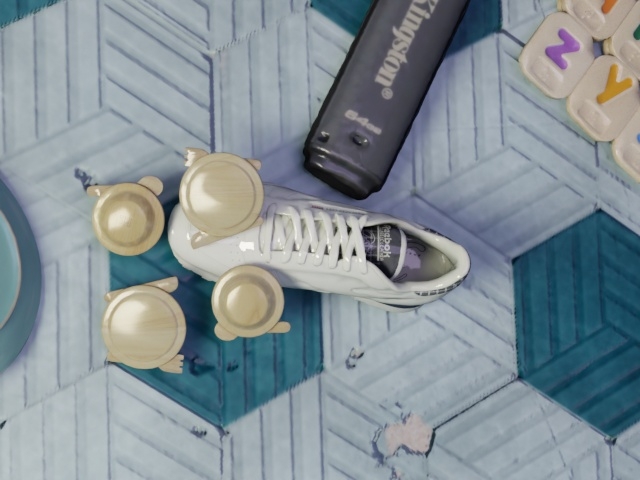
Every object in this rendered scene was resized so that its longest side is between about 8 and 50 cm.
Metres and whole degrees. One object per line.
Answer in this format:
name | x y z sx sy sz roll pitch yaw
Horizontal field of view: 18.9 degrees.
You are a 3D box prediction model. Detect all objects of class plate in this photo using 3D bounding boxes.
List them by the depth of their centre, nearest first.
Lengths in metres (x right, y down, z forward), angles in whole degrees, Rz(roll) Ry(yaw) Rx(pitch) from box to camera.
plate | -0.271 0.017 1.366 0.188 0.024 0.188 13 71 -41

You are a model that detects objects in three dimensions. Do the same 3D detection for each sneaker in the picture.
sneaker | 0.000 0.000 1.481 0.235 0.095 0.090 8 84 -17

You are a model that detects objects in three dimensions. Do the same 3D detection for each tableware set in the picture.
tableware set | -0.102 0.015 1.439 0.141 0.020 0.169 -8 97 5

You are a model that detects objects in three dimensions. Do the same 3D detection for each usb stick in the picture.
usb stick | 0.069 -0.166 1.557 0.077 0.045 0.278 31 73 -18

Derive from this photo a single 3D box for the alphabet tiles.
alphabet tiles | 0.298 -0.198 1.673 0.284 0.021 0.278 41 71 -14
